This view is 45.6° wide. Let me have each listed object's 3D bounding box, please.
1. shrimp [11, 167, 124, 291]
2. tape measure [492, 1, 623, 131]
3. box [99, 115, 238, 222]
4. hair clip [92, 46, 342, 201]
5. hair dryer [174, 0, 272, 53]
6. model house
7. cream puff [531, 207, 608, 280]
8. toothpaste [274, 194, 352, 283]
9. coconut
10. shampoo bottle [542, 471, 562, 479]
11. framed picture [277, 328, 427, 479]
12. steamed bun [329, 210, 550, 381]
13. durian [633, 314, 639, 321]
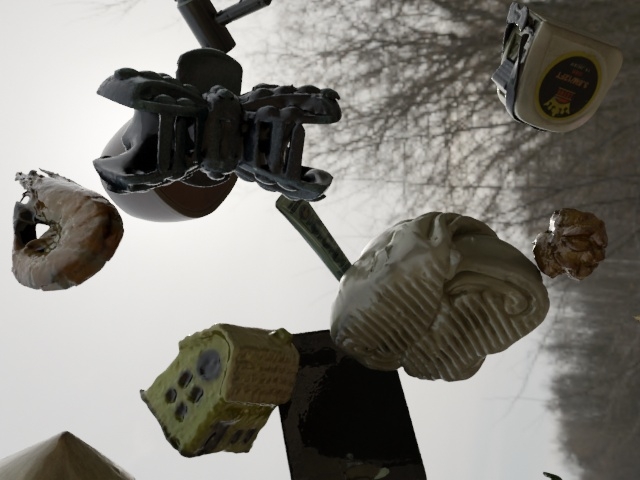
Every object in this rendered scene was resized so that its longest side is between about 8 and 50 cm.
[{"bbox_3d":[-0.362,-0.019,1.008,0.152,0.287,0.063,-50,-43,-12],"label":"shrimp"},{"bbox_3d":[0.460,-0.346,1.587,0.231,0.271,0.133,-64,31,26],"label":"tape measure"},{"bbox_3d":[-0.365,-0.187,1.800,0.301,0.216,0.301,9,-103,-44],"label":"box"},{"bbox_3d":[-0.134,-0.135,0.982,0.206,0.310,0.194,-130,47,-61],"label":"hair clip"},{"bbox_3d":[-0.198,-0.534,1.695,0.195,0.248,0.078,59,-152,-30],"label":"hair dryer"},{"bbox_3d":[-0.164,0.237,1.334,0.193,0.175,0.234,20,-74,-53],"label":"model house"},{"bbox_3d":[0.379,0.005,1.167,0.122,0.094,0.116,114,172,-69],"label":"cream puff"},{"bbox_3d":[0.000,0.000,1.336,0.062,0.039,0.239,-54,-54,-25],"label":"toothpaste"},{"bbox_3d":[-0.470,0.481,1.335,0.329,0.329,0.329,2,-90,-68],"label":"coconut"},{"bbox_3d":[0.470,0.602,1.589,0.087,0.118,0.234,-40,23,57],"label":"shampoo bottle"},{"bbox_3d":[0.042,0.307,1.415,0.013,0.244,0.324,101,160,-54],"label":"framed picture"},{"bbox_3d":[0.183,0.073,1.286,0.324,0.309,0.219,-55,25,37],"label":"steamed bun"},{"bbox_3d":[0.596,0.136,1.160,0.140,0.224,0.078,85,-151,-61],"label":"durian"}]
